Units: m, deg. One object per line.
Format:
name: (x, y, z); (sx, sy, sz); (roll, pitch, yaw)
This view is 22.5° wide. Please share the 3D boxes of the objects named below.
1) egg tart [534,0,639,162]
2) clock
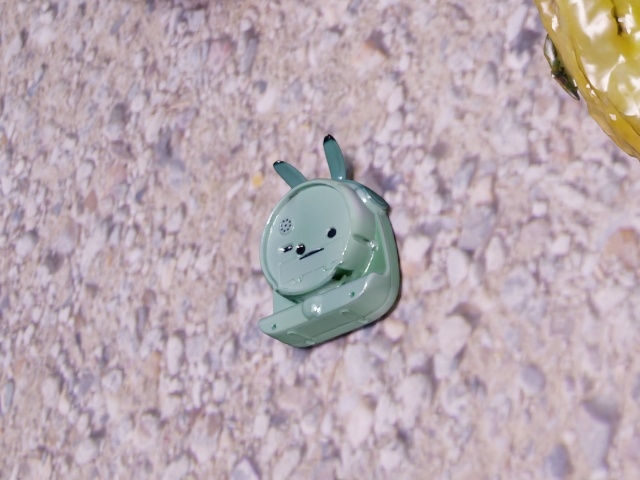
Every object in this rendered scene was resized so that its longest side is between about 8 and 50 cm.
egg tart: (0.269, -0.167, 0.826); (0.345, 0.132, 0.345); (-2, 85, 23)
clock: (0.000, 0.000, 1.096); (0.101, 0.041, 0.135); (-26, 56, 32)
